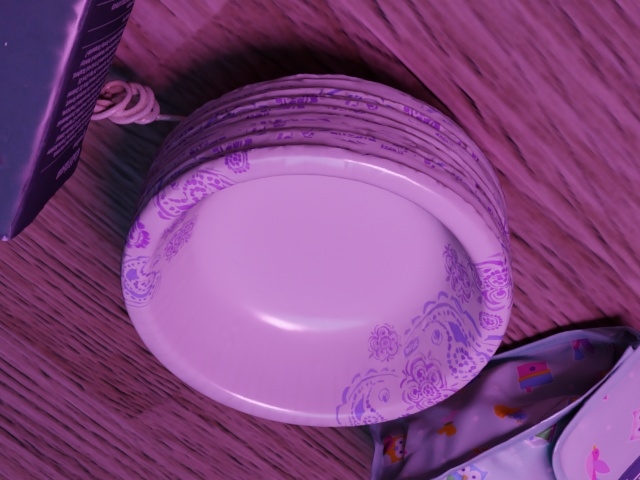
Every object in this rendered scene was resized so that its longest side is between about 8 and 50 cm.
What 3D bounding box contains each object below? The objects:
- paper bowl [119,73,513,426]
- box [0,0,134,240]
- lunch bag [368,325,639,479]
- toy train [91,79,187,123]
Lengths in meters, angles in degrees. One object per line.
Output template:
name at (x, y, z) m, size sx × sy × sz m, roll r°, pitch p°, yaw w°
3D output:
paper bowl at (0.000, 0.000, 0.884) m, size 0.284 × 0.148 × 0.284 m, roll 3°, pitch 134°, yaw 3°
box at (-0.274, -0.218, 0.695) m, size 0.343 × 0.179 × 0.312 m, roll 21°, pitch 107°, yaw -5°
lunch bag at (0.204, 0.207, 1.015) m, size 0.262 × 0.160 × 0.223 m, roll -25°, pitch 116°, yaw 16°
toy train at (-0.207, -0.167, 0.853) m, size 0.248 × 0.105 × 0.143 m, roll 6°, pitch 112°, yaw 2°
